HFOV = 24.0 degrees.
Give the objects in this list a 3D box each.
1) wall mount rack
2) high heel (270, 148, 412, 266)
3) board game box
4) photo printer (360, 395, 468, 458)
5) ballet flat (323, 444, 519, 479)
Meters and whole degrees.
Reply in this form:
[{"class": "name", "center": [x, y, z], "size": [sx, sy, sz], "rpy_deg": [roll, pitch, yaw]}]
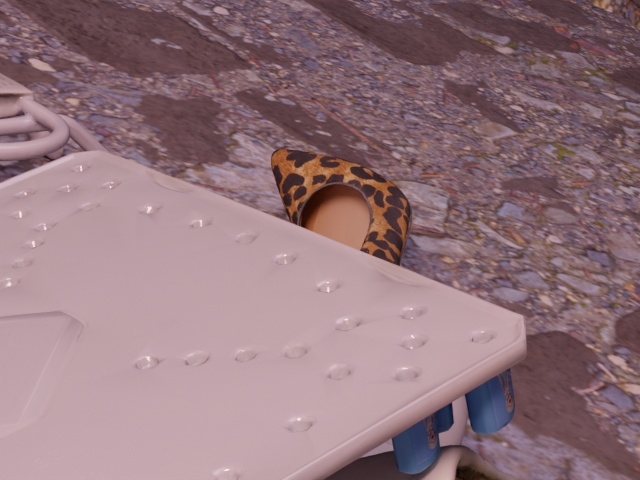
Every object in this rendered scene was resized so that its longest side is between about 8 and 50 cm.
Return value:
[{"class": "wall mount rack", "center": [-0.272, -0.079, 1.146], "size": [0.304, 0.130, 0.350], "rpy_deg": [-8, 28, -40]}, {"class": "high heel", "center": [0.000, 0.000, 1.229], "size": [0.186, 0.093, 0.261], "rpy_deg": [-1, 39, -51]}, {"class": "board game box", "center": [-0.169, 0.084, 0.707], "size": [0.390, 0.050, 0.390], "rpy_deg": [-27, 30, -31]}, {"class": "photo printer", "center": [-0.068, 0.094, 0.967], "size": [0.307, 0.107, 0.256], "rpy_deg": [30, 26, 23]}, {"class": "ballet flat", "center": [0.157, 0.198, 0.765], "size": [0.400, 0.139, 0.139], "rpy_deg": [27, 17, -32]}]
